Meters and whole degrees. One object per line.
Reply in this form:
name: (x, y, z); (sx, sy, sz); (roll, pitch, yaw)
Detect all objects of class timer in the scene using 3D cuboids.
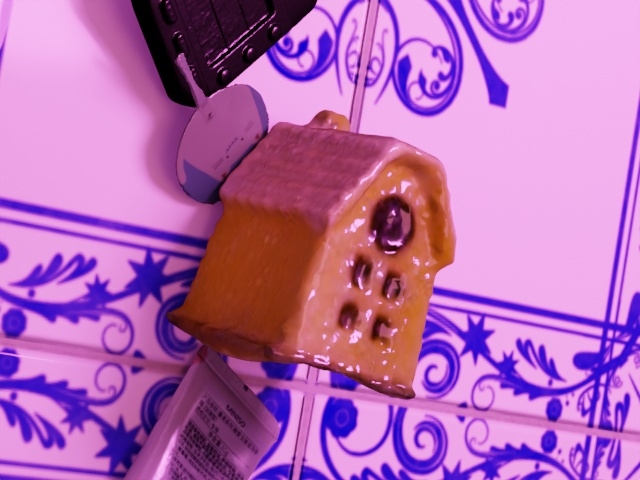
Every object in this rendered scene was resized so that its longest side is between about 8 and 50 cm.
timer: (-0.087, -0.222, 1.740); (0.187, 0.055, 0.144); (-44, 134, -30)

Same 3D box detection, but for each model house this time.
model house: (0.000, 0.000, 1.733); (0.175, 0.193, 0.234); (15, 88, -35)

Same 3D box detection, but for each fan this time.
fan: (-0.095, -0.104, 1.735); (0.113, 0.005, 0.175); (-49, 143, -19)

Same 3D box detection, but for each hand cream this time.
hand cream: (-0.152, 0.256, 1.731); (0.124, 0.078, 0.340); (50, 56, -29)
